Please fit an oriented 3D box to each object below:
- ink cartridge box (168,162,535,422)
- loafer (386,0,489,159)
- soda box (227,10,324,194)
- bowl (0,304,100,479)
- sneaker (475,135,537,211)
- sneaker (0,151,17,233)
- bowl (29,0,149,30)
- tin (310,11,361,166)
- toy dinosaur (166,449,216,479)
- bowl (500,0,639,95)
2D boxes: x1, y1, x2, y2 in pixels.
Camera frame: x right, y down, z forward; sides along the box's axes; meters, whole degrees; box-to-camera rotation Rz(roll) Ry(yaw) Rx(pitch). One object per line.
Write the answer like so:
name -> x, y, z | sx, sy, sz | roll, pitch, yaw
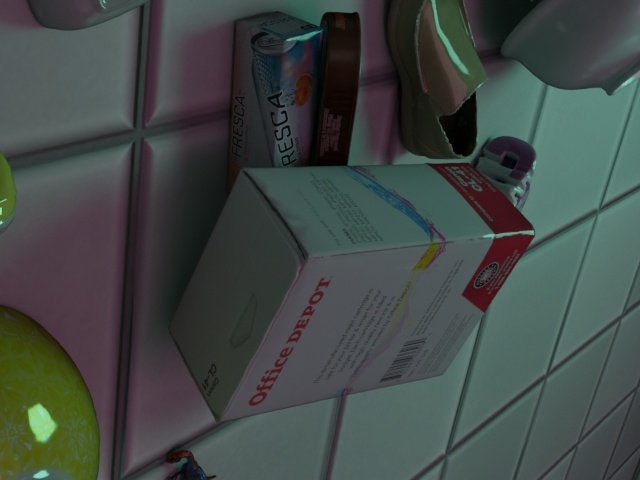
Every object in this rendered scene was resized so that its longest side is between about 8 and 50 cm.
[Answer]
ink cartridge box -> 0.033, 0.043, 0.947 | 0.306, 0.131, 0.226 | -3, 134, -38
loafer -> 0.144, -0.200, 1.081 | 0.102, 0.092, 0.268 | -45, 144, -26
soda box -> -0.045, -0.119, 0.897 | 0.058, 0.063, 0.183 | -28, 135, -43
bowl -> -0.272, 0.210, 0.731 | 0.289, 0.156, 0.289 | -35, 140, -37
sneaker -> 0.235, -0.031, 1.350 | 0.236, 0.095, 0.104 | -55, 155, -13
sneaker -> -0.302, -0.056, 0.576 | 0.240, 0.091, 0.126 | -7, 101, -53
bowl -> -0.148, -0.228, 0.678 | 0.142, 0.053, 0.142 | -38, 139, -35
tin -> 0.011, -0.135, 0.931 | 0.106, 0.040, 0.189 | -89, -175, -50
toy dinosaur -> -0.151, 0.264, 1.077 | 0.090, 0.047, 0.082 | -73, 165, -66
bowl -> 0.388, -0.280, 1.198 | 0.298, 0.134, 0.298 | -34, 173, -5
